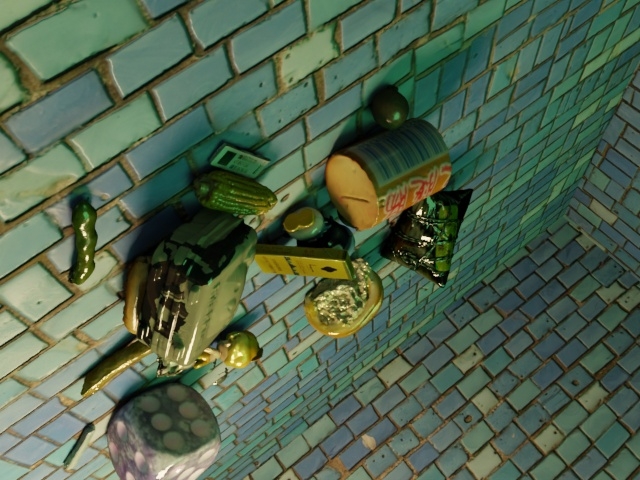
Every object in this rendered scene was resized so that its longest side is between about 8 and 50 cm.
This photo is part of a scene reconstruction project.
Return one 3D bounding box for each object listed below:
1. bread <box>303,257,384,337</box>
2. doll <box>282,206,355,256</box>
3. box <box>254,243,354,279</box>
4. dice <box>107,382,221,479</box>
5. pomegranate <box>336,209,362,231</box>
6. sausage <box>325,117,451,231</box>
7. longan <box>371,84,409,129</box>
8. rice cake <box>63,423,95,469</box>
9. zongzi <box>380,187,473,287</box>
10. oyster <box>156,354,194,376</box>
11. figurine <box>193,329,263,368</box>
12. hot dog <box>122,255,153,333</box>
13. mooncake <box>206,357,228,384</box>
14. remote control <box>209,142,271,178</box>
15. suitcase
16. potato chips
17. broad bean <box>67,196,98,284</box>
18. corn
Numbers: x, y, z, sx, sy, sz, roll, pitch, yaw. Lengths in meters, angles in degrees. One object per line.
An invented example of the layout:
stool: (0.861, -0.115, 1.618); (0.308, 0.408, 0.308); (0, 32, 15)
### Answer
bread: (0.106, 0.238, 2.309); (0.316, 0.211, 0.270); (-38, 155, -2)
doll: (0.000, 0.000, 1.863); (0.177, 0.141, 0.314); (-17, 153, 19)
box: (-0.050, 0.063, 1.797); (0.153, 0.279, 0.041); (67, 28, -63)
dice: (-0.505, 0.644, 2.006); (0.270, 0.270, 0.271); (-14, 143, -46)
pomegranate: (0.109, -0.095, 1.906); (0.138, 0.125, 0.163); (-49, -179, -30)
sausage: (0.190, -0.191, 1.734); (0.287, 0.233, 0.233); (-29, 152, -28)
longan: (0.185, -0.354, 1.635); (0.106, 0.106, 0.119); (29, 68, -63)
rice cake: (-0.751, 0.646, 1.940); (0.033, 0.033, 0.207); (-1, 133, -52)
zongzi: (0.434, -0.061, 2.305); (0.362, 0.319, 0.383); (-16, 126, -40)
oyster: (-0.405, 0.304, 1.819); (0.223, 0.083, 0.214); (-48, 163, -10)
figurine: (-0.309, 0.363, 2.036); (0.246, 0.131, 0.156); (-10, 145, -26)
hot dog: (-0.446, 0.136, 1.517); (0.102, 0.076, 0.249); (-72, 180, -51)
mooncake: (-0.300, 0.275, 1.880); (0.150, 0.057, 0.346); (-25, 129, -26)
remote control: (-0.186, -0.185, 1.443); (0.065, 0.029, 0.166); (-43, 152, 21)
suitcase: (-0.274, 0.096, 1.514); (0.339, 0.194, 0.351); (-51, 167, -55)
potato chips: (-0.475, 0.299, 1.689); (0.407, 0.080, 0.057); (-28, 155, 5)
broad bean: (-0.494, 0.010, 1.297); (0.053, 0.052, 0.256); (15, 134, -11)
corn: (-0.197, -0.107, 1.462); (0.097, 0.097, 0.262); (-51, 150, 17)
